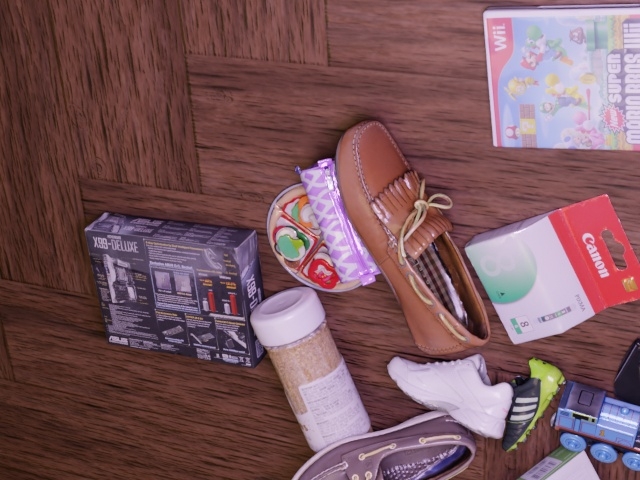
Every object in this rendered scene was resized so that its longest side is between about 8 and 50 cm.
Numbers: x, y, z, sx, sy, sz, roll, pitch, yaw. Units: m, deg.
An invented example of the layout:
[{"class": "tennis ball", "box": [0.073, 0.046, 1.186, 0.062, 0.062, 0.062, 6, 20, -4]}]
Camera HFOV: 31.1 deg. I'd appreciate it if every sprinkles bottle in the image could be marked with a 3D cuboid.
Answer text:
[{"class": "sprinkles bottle", "box": [0.001, 0.257, 1.966, 0.121, 0.121, 0.355, -12, 111, 31]}]

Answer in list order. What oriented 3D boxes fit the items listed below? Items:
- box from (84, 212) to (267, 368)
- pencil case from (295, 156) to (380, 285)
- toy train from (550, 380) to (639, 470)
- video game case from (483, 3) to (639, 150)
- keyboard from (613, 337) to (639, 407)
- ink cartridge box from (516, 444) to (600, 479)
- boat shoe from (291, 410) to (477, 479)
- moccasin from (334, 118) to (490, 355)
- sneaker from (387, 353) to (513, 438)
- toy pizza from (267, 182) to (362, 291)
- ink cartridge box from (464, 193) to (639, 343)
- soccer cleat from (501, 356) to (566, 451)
[{"class": "box", "box": [-0.250, 0.086, 2.022, 0.308, 0.076, 0.242, 6, 119, 23]}, {"class": "pencil case", "box": [0.037, -0.034, 1.779, 0.086, 0.088, 0.206, -23, 94, -11]}, {"class": "toy train", "box": [0.448, 0.289, 1.778, 0.184, 0.080, 0.105, 15, 137, 19]}, {"class": "video game case", "box": [0.369, -0.220, 1.572, 0.285, 0.025, 0.204, 4, 119, 25]}, {"class": "keyboard", "box": [0.608, 0.228, 1.706, 0.317, 0.033, 0.201, 26, 131, 10]}, {"class": "ink cartridge box", "box": [0.416, 0.447, 1.864, 0.209, 0.109, 0.062, 60, 163, -11]}, {"class": "boat shoe", "box": [0.102, 0.381, 1.904, 0.325, 0.096, 0.116, -21, 109, -2]}, {"class": "moccasin", "box": [0.141, -0.005, 1.709, 0.147, 0.139, 0.380, -16, 97, 50]}, {"class": "sneaker", "box": [0.218, 0.230, 1.877, 0.232, 0.090, 0.115, 25, 84, 32]}, {"class": "toy pizza", "box": [0.000, 0.000, 1.876, 0.201, 0.032, 0.201, 12, 122, 20]}, {"class": "ink cartridge box", "box": [0.353, 0.048, 1.716, 0.225, 0.056, 0.181, -18, 108, 35]}, {"class": "soccer cleat", "box": [0.328, 0.263, 1.853, 0.072, 0.060, 0.178, 35, 121, 17]}]
